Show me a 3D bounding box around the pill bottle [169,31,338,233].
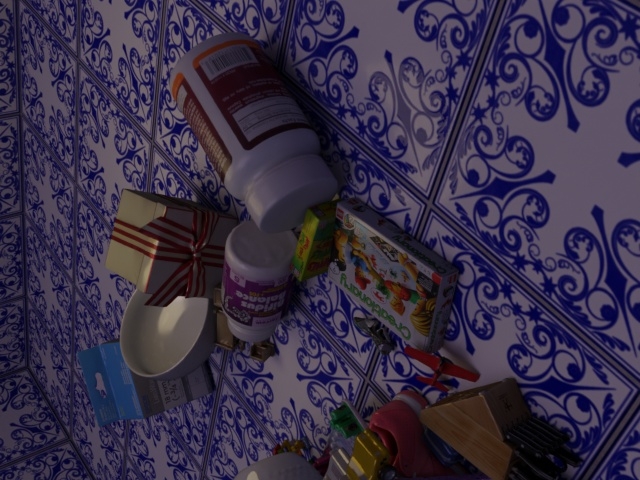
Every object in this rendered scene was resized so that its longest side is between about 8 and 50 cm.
[{"bbox_3d":[-0.138,-0.224,1.745,0.392,0.224,0.224,59,143,19],"label":"pill bottle"}]

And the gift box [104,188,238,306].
[{"bbox_3d":[-0.392,0.020,2.105,0.258,0.276,0.255,21,104,44],"label":"gift box"}]

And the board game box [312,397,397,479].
[{"bbox_3d":[0.117,0.590,1.837,0.390,0.050,0.390,54,156,24],"label":"board game box"}]

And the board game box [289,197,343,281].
[{"bbox_3d":[0.000,0.000,1.771,0.043,0.092,0.181,47,138,30],"label":"board game box"}]

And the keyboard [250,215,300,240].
[{"bbox_3d":[-0.092,-0.004,1.971,0.256,0.014,0.072,26,120,46],"label":"keyboard"}]

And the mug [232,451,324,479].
[{"bbox_3d":[-0.113,0.686,1.895,0.328,0.374,0.276,65,154,26],"label":"mug"}]

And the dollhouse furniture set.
[{"bbox_3d":[-0.183,0.198,2.146,0.161,0.101,0.181,17,121,22],"label":"dollhouse furniture set"}]

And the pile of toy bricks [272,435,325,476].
[{"bbox_3d":[-0.052,0.608,2.107,0.212,0.105,0.118,61,144,14],"label":"pile of toy bricks"}]

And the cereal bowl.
[{"bbox_3d":[-0.390,0.232,2.295,0.339,0.141,0.338,-18,57,31],"label":"cereal bowl"}]

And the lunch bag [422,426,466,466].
[{"bbox_3d":[0.253,0.393,1.623,0.098,0.067,0.065,51,141,25],"label":"lunch bag"}]

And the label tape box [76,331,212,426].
[{"bbox_3d":[-0.512,0.390,2.435,0.106,0.334,0.240,-5,102,63],"label":"label tape box"}]

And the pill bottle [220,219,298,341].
[{"bbox_3d":[-0.148,0.105,1.944,0.169,0.169,0.301,49,148,29],"label":"pill bottle"}]

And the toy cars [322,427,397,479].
[{"bbox_3d":[0.062,0.501,1.666,0.176,0.087,0.393,66,159,17],"label":"toy cars"}]

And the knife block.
[{"bbox_3d":[0.328,0.383,1.495,0.276,0.088,0.242,-32,78,54],"label":"knife block"}]

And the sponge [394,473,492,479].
[{"bbox_3d":[0.250,0.513,1.593,0.210,0.031,0.117,-6,97,11],"label":"sponge"}]

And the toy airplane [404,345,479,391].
[{"bbox_3d":[0.223,0.252,1.588,0.151,0.028,0.151,21,153,11],"label":"toy airplane"}]

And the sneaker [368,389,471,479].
[{"bbox_3d":[0.200,0.466,1.668,0.313,0.136,0.116,59,144,17],"label":"sneaker"}]

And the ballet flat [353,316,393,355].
[{"bbox_3d":[0.116,0.193,1.754,0.114,0.041,0.041,48,139,30],"label":"ballet flat"}]

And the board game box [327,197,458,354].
[{"bbox_3d":[0.135,0.067,1.649,0.305,0.053,0.192,37,134,39],"label":"board game box"}]
